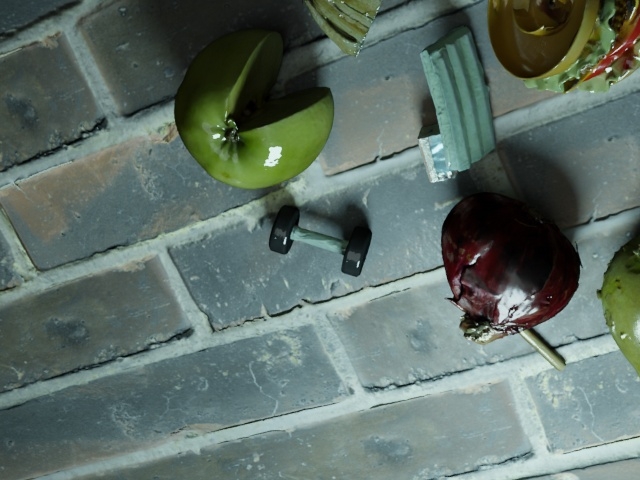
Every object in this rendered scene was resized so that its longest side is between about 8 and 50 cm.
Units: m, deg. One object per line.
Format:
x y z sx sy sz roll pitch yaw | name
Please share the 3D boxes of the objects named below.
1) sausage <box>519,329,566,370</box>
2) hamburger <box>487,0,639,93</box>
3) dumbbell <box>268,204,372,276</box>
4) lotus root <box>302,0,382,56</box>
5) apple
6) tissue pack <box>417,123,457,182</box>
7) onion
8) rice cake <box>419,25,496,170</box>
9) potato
0.444 0.215 1.851 0.132 0.024 0.024 42 118 -8 | sausage
0.418 -0.370 1.461 0.212 0.274 0.275 -2 122 -28 | hamburger
0.000 0.000 1.828 0.191 0.100 0.100 16 118 6 | dumbbell
0.044 -0.427 1.635 0.144 0.070 0.143 33 124 -6 | lotus root
-0.122 -0.234 1.666 0.291 0.254 0.292 9 119 16 | apple
0.219 -0.163 1.707 0.058 0.074 0.094 -12 113 17 | tissue pack
0.340 0.036 1.689 0.280 0.221 0.281 0 101 1 | onion
0.250 -0.253 1.638 0.043 0.127 0.237 9 124 49 | rice cake
0.646 0.147 1.656 0.269 0.219 0.359 -8 115 11 | potato
